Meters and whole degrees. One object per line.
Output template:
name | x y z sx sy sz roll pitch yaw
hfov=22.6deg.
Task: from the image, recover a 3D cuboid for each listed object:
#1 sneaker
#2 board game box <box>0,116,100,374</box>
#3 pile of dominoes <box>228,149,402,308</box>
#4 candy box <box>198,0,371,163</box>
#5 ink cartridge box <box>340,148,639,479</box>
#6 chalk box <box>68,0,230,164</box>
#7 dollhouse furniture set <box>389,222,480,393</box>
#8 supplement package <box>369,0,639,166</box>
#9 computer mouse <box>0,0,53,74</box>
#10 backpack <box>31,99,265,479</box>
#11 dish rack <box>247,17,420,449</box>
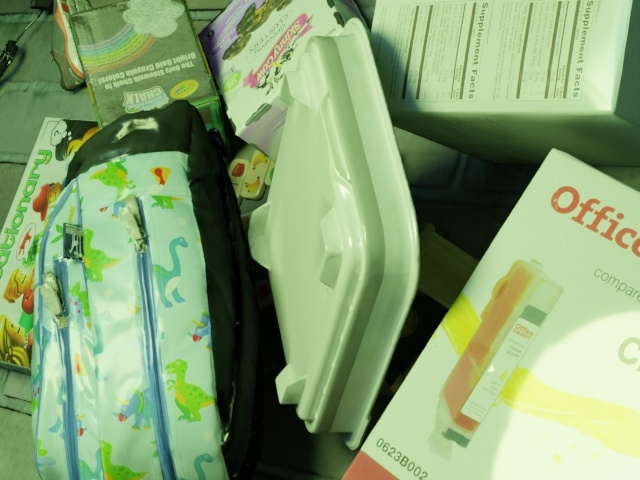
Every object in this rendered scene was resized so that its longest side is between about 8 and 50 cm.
sneaker | -0.321 -0.254 2.017 0.065 0.061 0.158 -37 48 30
board game box | -0.297 0.007 1.861 0.193 0.053 0.305 7 73 43
pile of dominoes | -0.027 -0.040 1.658 0.251 0.040 0.196 -21 56 32
candy box | -0.035 -0.205 1.714 0.165 0.070 0.196 -42 40 16
ink cartridge box | 0.210 0.160 1.247 0.279 0.160 0.384 33 91 41
chalk box | -0.179 -0.143 1.742 0.132 0.132 0.213 -16 62 -6
dollhouse furniture set | 0.128 0.089 1.465 0.151 0.123 0.144 35 94 11
supplement package | 0.207 -0.180 1.391 0.263 0.199 0.198 4 82 42
computer mouse | -0.384 -0.297 2.088 0.242 0.041 0.071 -54 16 9
backpack | -0.160 0.098 1.525 0.273 0.290 0.355 -19 65 -10
dish rack | 0.000 0.000 1.415 0.333 0.072 0.285 107 157 -52
